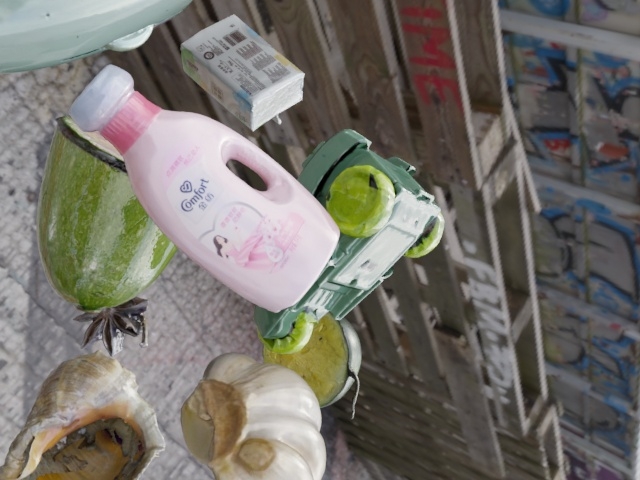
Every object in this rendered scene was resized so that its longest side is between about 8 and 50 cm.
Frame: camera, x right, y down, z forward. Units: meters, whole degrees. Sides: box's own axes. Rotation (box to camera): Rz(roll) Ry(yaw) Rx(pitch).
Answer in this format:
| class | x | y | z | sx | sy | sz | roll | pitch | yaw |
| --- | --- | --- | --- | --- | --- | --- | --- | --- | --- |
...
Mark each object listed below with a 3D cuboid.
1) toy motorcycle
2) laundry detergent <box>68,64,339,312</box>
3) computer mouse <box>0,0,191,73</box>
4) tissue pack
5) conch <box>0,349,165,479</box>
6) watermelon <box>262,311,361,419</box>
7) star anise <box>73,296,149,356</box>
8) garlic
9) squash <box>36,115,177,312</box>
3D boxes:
| class | x | y | z | sx | sy | sz | roll | pitch | yaw |
| --- | --- | --- | --- | --- | --- | --- | --- | --- | --- |
| toy motorcycle | 0.000 | 0.000 | 1.098 | 0.326 | 0.200 | 0.191 | -45 | 150 | 16 |
| laundry detergent | -0.134 | -0.066 | 0.883 | 0.335 | 0.088 | 0.159 | 41 | 66 | -17 |
| computer mouse | -0.228 | -0.160 | 0.514 | 0.288 | 0.159 | 0.097 | 2 | 83 | -32 |
| tissue pack | -0.171 | -0.350 | 1.658 | 0.159 | 0.229 | 0.145 | -39 | 160 | -27 |
| conch | -0.473 | 0.407 | 1.535 | 0.352 | 0.297 | 0.210 | -51 | 164 | -31 |
| watermelon | 0.002 | 0.233 | 1.532 | 0.127 | 0.232 | 0.204 | 10 | 86 | -56 |
| star anise | -0.487 | 0.176 | 1.817 | 0.230 | 0.262 | 0.081 | -54 | 157 | -8 |
| garlic | -0.076 | 0.277 | 1.027 | 0.185 | 0.281 | 0.203 | -23 | 134 | -17 |
| squash | -0.407 | -0.030 | 1.422 | 0.310 | 0.310 | 0.309 | 16 | 107 | -55 |
